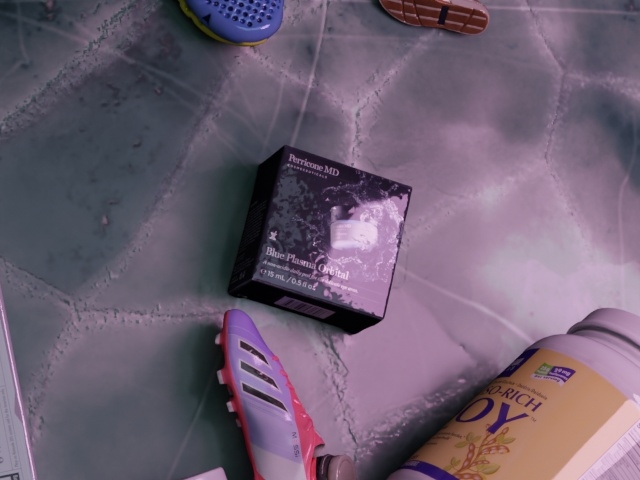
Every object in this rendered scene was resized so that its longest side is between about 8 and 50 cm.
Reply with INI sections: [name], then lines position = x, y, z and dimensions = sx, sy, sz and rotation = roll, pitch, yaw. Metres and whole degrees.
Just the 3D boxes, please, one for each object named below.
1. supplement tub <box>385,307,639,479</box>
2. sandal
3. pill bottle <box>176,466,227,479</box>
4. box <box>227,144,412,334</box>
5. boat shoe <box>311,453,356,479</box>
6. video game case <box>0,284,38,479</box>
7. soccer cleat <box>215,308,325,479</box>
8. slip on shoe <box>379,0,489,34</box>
[supplement tub]
position = 0.248, 0.251, 1.832
dimensions = 0.331, 0.241, 0.241
rotation = -40, 93, -22
[sandal]
position = -0.114, -0.368, 1.892
dimensions = 0.126, 0.138, 0.317
rotation = -16, 86, -23
[pill bottle]
position = -0.111, 0.373, 1.729
dimensions = 0.152, 0.152, 0.272
rotation = -15, 85, -21
[box]
position = 0.000, 0.000, 1.877
dimensions = 0.156, 0.093, 0.158
rotation = 18, 73, -15
[boat shoe]
position = -0.001, 0.330, 1.838
dimensions = 0.065, 0.075, 0.206
rotation = -1, 82, 24
[video game case]
position = -0.441, 0.201, 1.714
dimensions = 0.300, 0.036, 0.329
rotation = -9, 83, -21
[soccer cleat]
position = -0.046, 0.187, 1.810
dimensions = 0.095, 0.083, 0.248
rotation = -14, 75, 3
[slip on shoe]
position = 0.131, -0.277, 2.010
dimensions = 0.135, 0.051, 0.041
rotation = 11, 35, -9
